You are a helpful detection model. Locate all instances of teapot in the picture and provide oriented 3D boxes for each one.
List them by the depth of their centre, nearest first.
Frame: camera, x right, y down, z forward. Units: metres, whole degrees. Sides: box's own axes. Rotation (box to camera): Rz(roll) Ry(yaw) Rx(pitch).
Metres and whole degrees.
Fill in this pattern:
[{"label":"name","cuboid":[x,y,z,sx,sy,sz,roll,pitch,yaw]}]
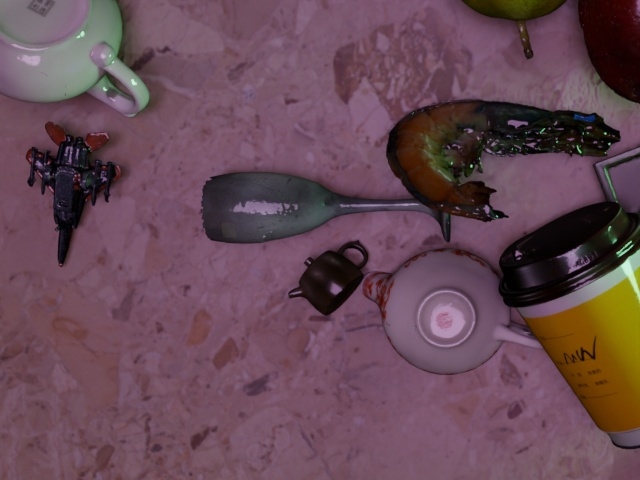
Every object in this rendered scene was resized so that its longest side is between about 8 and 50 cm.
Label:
[{"label":"teapot","cuboid":[0.170,0.095,1.622,0.245,0.116,0.159,24,86,-2]},{"label":"teapot","cuboid":[-0.346,-0.259,1.632,0.298,0.139,0.204,37,65,5]},{"label":"teapot","cuboid":[0.012,0.042,1.647,0.068,0.076,0.121,43,71,12]}]

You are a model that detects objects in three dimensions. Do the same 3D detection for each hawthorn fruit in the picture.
[{"label":"hawthorn fruit","cuboid":[0.386,-0.244,1.525,0.181,0.181,0.235,8,91,6]}]

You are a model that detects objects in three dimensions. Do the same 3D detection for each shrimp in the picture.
[{"label":"shrimp","cuboid":[0.225,-0.098,1.552,0.290,0.222,0.054,-1,129,1]}]

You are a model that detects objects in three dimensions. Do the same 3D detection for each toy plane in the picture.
[{"label":"toy plane","cuboid":[-0.330,-0.056,1.681,0.130,0.061,0.189,11,96,5]}]

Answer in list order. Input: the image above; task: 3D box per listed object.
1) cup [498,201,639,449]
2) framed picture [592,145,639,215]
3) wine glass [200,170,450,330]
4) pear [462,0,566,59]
[{"label":"cup","cuboid":[0.348,0.102,1.558,0.196,0.196,0.279,-29,99,8]},{"label":"framed picture","cuboid":[0.503,-0.054,1.592,0.281,0.019,0.209,-20,100,8]},{"label":"wine glass","cuboid":[0.000,0.000,1.554,0.309,0.264,0.096,-1,121,7]},{"label":"pear","cuboid":[0.233,-0.328,1.548,0.180,0.166,0.216,10,119,37]}]
